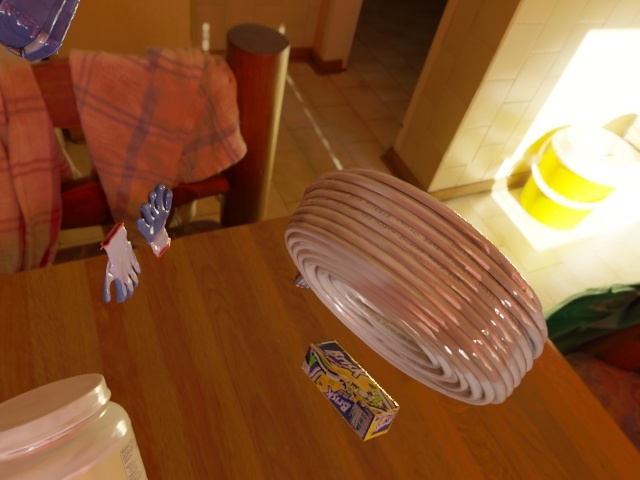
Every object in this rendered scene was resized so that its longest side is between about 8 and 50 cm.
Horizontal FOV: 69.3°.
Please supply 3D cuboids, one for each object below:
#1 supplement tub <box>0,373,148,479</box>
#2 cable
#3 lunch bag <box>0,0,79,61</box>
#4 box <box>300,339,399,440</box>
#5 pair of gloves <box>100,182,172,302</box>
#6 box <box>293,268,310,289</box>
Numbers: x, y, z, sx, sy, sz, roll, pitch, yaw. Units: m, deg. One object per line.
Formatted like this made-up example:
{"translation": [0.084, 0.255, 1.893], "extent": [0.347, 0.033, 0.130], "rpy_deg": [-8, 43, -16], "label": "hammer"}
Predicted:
{"translation": [-0.397, 0.403, 0.724], "extent": [0.235, 0.235, 0.325], "rpy_deg": [-17, 96, -27], "label": "supplement tub"}
{"translation": [0.073, 0.046, 0.436], "extent": [0.089, 0.257, 0.257], "rpy_deg": [-49, 30, -14], "label": "cable"}
{"translation": [-0.275, -0.221, 0.444], "extent": [0.067, 0.065, 0.099], "rpy_deg": [5, 76, 35], "label": "lunch bag"}
{"translation": [0.043, 0.234, 0.745], "extent": [0.059, 0.054, 0.169], "rpy_deg": [2, 28, -42], "label": "box"}
{"translation": [-0.292, 0.008, 0.750], "extent": [0.023, 0.159, 0.198], "rpy_deg": [19, 49, 6], "label": "pair of gloves"}
{"translation": [0.000, 0.000, 0.712], "extent": [0.027, 0.094, 0.137], "rpy_deg": [22, 64, -13], "label": "box"}
